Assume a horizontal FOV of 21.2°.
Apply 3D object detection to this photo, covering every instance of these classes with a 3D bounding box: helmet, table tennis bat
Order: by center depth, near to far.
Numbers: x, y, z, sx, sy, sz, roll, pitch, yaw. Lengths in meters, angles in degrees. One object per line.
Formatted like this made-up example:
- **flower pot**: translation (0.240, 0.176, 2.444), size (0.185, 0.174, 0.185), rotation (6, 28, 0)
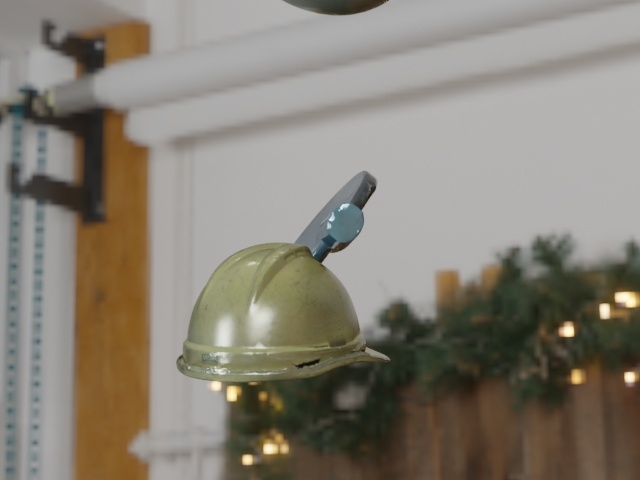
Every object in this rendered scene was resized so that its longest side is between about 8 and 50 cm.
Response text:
- **helmet**: translation (-0.041, 0.071, 1.860), size (0.204, 0.137, 0.258), rotation (3, 5, 34)
- **table tennis bat**: translation (0.000, 0.000, 1.995), size (0.044, 0.215, 0.329), rotation (39, -12, -4)

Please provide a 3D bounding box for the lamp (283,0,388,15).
- **lamp**: translation (0.007, -0.312, 1.671), size (0.198, 0.197, 0.244), rotation (-2, 4, 5)
